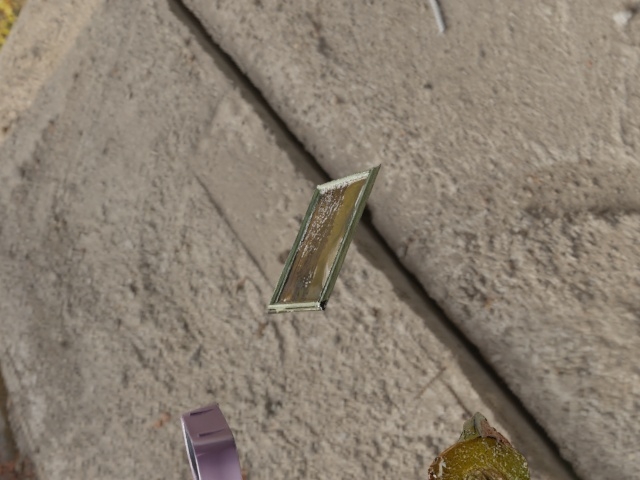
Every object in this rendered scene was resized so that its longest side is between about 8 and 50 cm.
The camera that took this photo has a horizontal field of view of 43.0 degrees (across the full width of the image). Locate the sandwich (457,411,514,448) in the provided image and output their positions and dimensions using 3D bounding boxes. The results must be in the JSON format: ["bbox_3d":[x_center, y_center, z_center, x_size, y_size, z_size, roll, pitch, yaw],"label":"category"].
[{"bbox_3d":[0.362,0.463,1.778,0.079,0.159,0.235,-50,21,12],"label":"sandwich"}]

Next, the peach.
[{"bbox_3d":[0.146,0.231,0.737,0.098,0.061,0.098,-7,41,6],"label":"peach"}]

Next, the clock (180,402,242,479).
[{"bbox_3d":[-0.137,0.278,1.026,0.152,0.050,0.110,-153,54,-71],"label":"clock"}]

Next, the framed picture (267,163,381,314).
[{"bbox_3d":[0.000,0.000,1.311,0.197,0.014,0.252,-12,53,60],"label":"framed picture"}]
